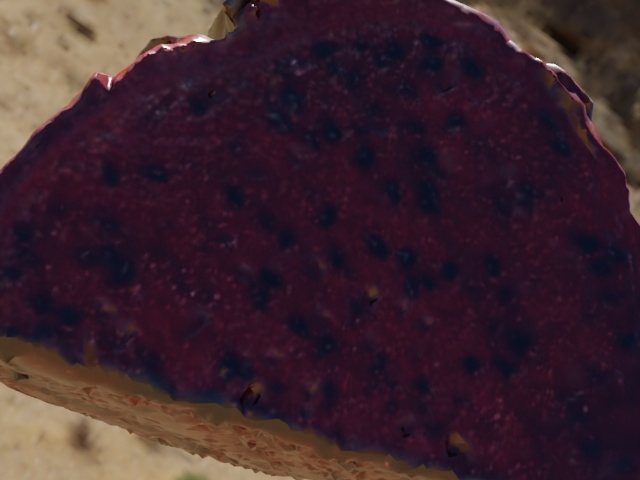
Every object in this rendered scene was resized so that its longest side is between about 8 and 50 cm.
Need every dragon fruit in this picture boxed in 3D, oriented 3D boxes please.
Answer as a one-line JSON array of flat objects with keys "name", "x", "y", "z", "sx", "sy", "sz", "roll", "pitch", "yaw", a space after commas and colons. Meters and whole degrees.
[{"name": "dragon fruit", "x": 0.000, "y": 0.000, "z": 0.764, "sx": 0.317, "sy": 0.205, "sz": 0.152, "roll": 19, "pitch": -16, "yaw": -14}]
